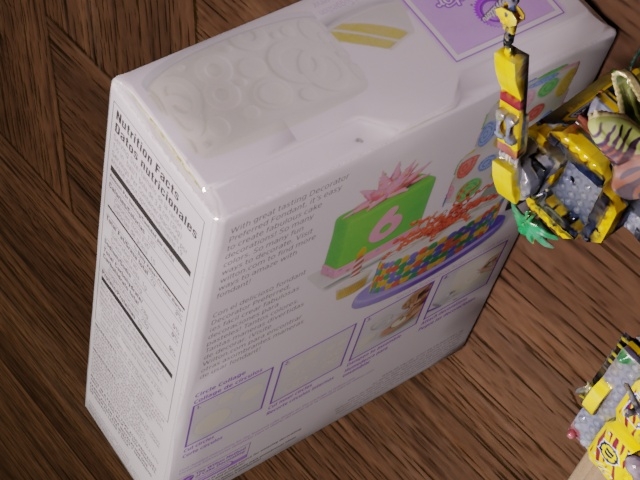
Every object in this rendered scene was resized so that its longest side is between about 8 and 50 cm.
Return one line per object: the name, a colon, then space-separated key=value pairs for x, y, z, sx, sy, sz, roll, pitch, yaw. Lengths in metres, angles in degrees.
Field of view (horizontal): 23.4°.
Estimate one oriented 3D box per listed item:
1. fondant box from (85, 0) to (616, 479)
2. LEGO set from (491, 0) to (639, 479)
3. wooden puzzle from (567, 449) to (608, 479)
fondant box: x=0.000 y=0.000 z=0.856 sx=0.096 sy=0.238 sz=0.330 roll=53 pitch=153 yaw=21
LEGO set: x=0.154 y=-0.018 z=0.586 sx=0.255 sy=0.192 sz=0.331 roll=50 pitch=152 yaw=11
wooden puzzle: x=0.233 y=0.175 z=0.831 sx=0.221 sy=0.044 sz=0.238 roll=51 pitch=148 yaw=23
